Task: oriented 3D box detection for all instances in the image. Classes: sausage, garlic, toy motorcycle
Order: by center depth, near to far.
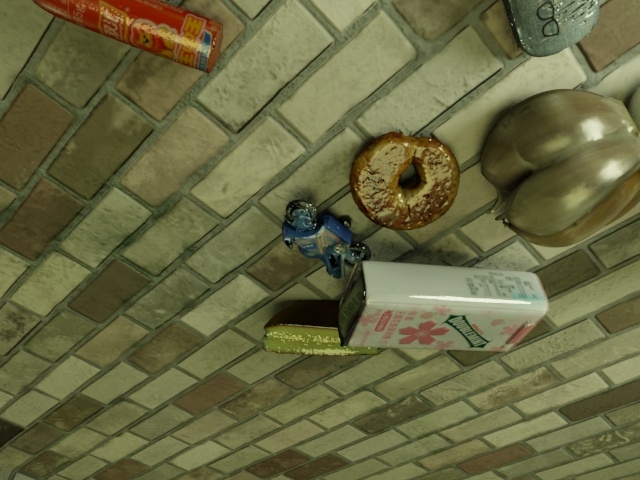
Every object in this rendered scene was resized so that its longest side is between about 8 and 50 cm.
[{"bbox_3d":[-0.272,-0.309,0.667,0.274,0.074,0.074,18,129,-11],"label":"sausage"},{"bbox_3d":[0.378,-0.105,0.766,0.292,0.210,0.237,-25,156,31],"label":"garlic"},{"bbox_3d":[0.000,0.000,0.919,0.205,0.076,0.114,37,132,-28],"label":"toy motorcycle"}]

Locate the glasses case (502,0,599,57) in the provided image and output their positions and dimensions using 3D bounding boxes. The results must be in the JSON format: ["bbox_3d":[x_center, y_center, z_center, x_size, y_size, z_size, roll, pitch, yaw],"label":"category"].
[{"bbox_3d":[0.262,-0.358,0.596,0.109,0.067,0.282,-22,127,18],"label":"glasses case"}]

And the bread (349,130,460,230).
[{"bbox_3d":[0.141,-0.098,0.833,0.193,0.064,0.193,1,124,1],"label":"bread"}]

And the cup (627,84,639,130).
[{"bbox_3d":[0.600,-0.165,0.686,0.300,0.167,0.173,11,145,28],"label":"cup"}]

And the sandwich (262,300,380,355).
[{"bbox_3d":[0.004,0.191,1.066,0.258,0.096,0.094,2,125,2],"label":"sandwich"}]

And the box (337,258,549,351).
[{"bbox_3d":[0.223,0.132,0.958,0.370,0.112,0.190,6,137,-11],"label":"box"}]
